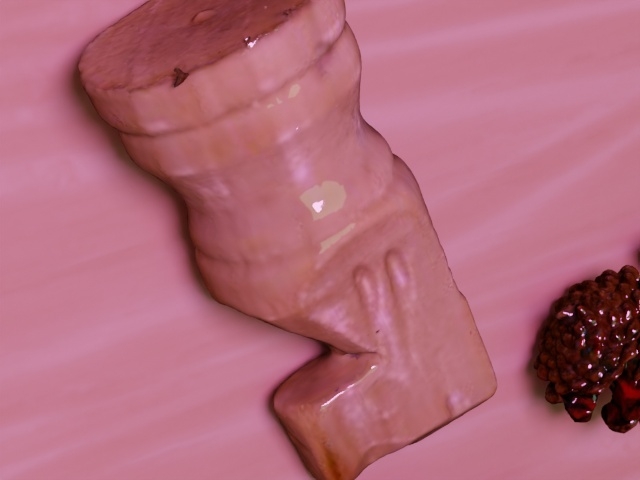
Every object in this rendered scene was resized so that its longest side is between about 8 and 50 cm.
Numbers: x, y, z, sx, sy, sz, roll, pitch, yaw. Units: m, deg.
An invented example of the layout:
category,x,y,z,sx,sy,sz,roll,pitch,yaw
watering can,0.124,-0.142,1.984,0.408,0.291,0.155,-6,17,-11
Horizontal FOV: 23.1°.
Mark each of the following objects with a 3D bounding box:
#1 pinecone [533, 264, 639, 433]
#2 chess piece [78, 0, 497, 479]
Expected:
category,x,y,z,sx,sy,sz,roll,pitch,yaw
pinecone,0.180,0.065,0.927,0.109,0.102,0.102,19,88,-56
chess piece,0.000,0.000,0.830,0.137,0.137,0.301,-38,122,-16
